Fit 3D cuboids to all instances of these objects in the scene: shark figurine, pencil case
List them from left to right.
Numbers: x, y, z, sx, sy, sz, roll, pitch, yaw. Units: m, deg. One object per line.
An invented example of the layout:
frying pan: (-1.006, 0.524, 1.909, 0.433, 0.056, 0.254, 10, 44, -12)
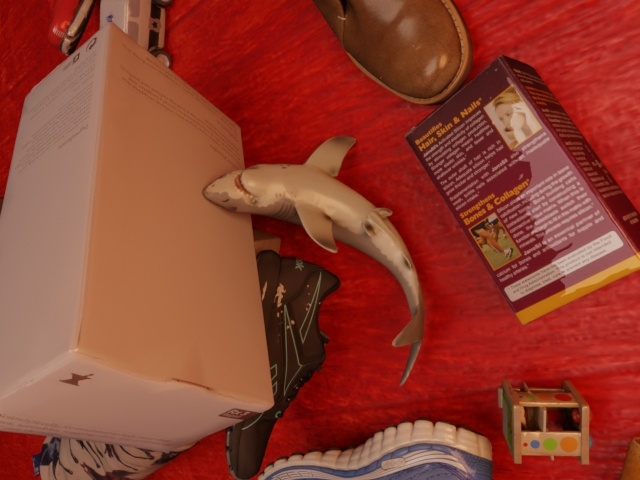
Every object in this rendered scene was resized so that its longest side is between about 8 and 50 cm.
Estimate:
pencil case: (-0.316, 0.294, 0.847, 0.183, 0.160, 0.410, 52, 127, 4)
shark figurine: (0.028, 0.005, 0.575, 0.278, 0.166, 0.116, 41, 148, 8)

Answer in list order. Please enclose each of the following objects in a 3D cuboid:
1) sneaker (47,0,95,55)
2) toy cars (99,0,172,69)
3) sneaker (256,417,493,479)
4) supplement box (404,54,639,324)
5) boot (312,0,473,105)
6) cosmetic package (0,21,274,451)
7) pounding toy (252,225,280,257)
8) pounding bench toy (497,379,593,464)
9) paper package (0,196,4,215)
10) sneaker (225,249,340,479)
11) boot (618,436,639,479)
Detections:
sneaker: (-0.411, -0.396, 0.806, 0.107, 0.118, 0.278, -40, 54, 39)
toy cars: (-0.339, -0.255, 0.826, 0.394, 0.087, 0.176, -43, 70, 36)
sneaker: (0.031, 0.296, 0.544, 0.330, 0.130, 0.147, -38, 34, 38)
supplement box: (0.170, -0.042, 0.437, 0.104, 0.081, 0.188, -39, 72, 37)
boot: (0.021, -0.247, 0.510, 0.112, 0.115, 0.305, -47, 69, 33)
cosmetic package: (-0.187, -0.006, 0.544, 0.156, 0.217, 0.384, -27, 51, 23)
pounding toy: (-0.126, 0.055, 0.687, 0.130, 0.100, 0.141, 21, 110, 36)
pounding bench toy: (0.196, 0.151, 0.469, 0.065, 0.083, 0.052, -3, 99, 9)
paper package: (-0.598, 0.092, 1.047, 0.310, 0.168, 0.324, -11, 89, 39)
sneaker: (-0.047, 0.148, 0.611, 0.101, 0.106, 0.267, -146, 67, -80)
boot: (0.240, 0.259, 0.426, 0.295, 0.104, 0.211, 0, 92, 35)
